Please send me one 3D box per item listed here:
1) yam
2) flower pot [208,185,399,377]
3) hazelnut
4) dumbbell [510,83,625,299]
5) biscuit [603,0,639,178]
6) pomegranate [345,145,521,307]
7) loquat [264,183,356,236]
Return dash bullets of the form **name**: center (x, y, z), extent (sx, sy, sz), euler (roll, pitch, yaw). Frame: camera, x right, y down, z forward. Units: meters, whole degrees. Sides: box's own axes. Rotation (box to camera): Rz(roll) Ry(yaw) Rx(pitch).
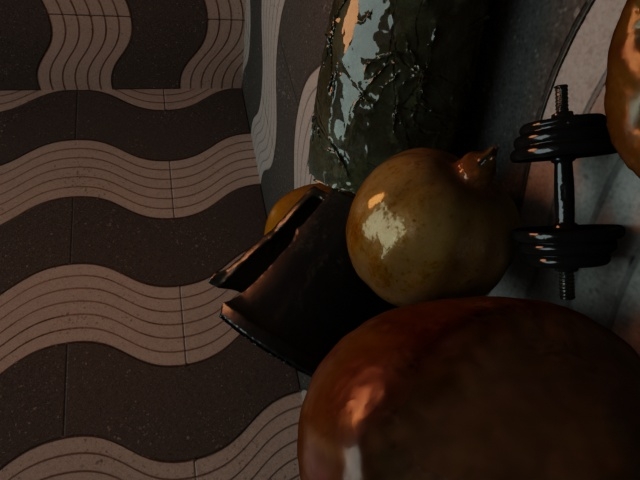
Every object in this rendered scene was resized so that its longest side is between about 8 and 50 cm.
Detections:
- **yam**: center (0.105, -0.227, 0.654), extent (0.241, 0.241, 0.348), euler (-116, 28, -51)
- **flower pot**: center (0.026, 0.066, 0.760), extent (0.251, 0.379, 0.379), euler (-60, 18, -2)
- **hazelnut**: center (0.155, 0.215, 0.438), extent (0.372, 0.315, 0.372), euler (47, 167, 15)
- **dumbbell**: center (0.239, -0.045, 0.436), extent (0.099, 0.099, 0.208), euler (-168, 74, -74)
- **biscuit**: center (0.287, -0.127, 0.292), extent (0.220, 0.066, 0.220), euler (175, 90, -75)
- **pomegranate**: center (0.131, -0.014, 0.546), extent (0.207, 0.207, 0.207), euler (174, 90, -74)
- **loquat**: center (0.000, 0.000, 1.018), extent (0.263, 0.263, 0.263), euler (174, 90, -74)
